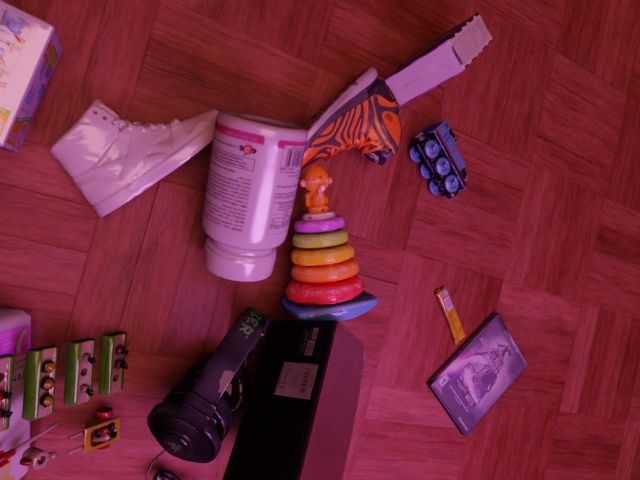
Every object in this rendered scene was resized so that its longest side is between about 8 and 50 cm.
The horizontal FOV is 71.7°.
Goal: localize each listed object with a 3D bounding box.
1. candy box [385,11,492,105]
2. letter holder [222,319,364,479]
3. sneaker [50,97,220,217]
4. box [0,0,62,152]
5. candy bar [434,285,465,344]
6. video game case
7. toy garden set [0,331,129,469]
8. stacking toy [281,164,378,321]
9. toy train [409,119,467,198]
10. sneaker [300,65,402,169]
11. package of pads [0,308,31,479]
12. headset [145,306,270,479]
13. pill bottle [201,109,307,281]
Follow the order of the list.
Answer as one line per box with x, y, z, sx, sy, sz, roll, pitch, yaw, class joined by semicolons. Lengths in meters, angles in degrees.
0.257;-0.393;0.959;0.070;0.165;0.196;54;51;-16;candy box
-0.013;0.327;0.805;0.214;0.152;0.302;47;48;-40;letter holder
-0.317;-0.192;0.784;0.292;0.108;0.169;-39;110;-16;sneaker
-0.504;-0.253;0.695;0.103;0.114;0.203;22;84;-24;box
0.334;0.191;1.134;0.040;0.018;0.161;-30;104;-23;candy bar
0.425;0.355;1.180;0.274;0.026;0.196;-40;107;-16;video game case
-0.413;0.270;0.716;0.244;0.049;0.203;3;92;-66;toy garden set
0.000;0.000;0.894;0.175;0.166;0.301;-9;99;-19;stacking toy
0.293;-0.192;1.065;0.105;0.080;0.184;-42;108;-22;toy train
0.063;-0.209;0.938;0.321;0.124;0.180;-46;108;-15;sneaker
-0.536;0.259;0.649;0.101;0.229;0.296;1;91;-1;package of pads
-0.187;0.312;0.800;0.185;0.243;0.394;32;100;1;headset
-0.129;-0.079;0.810;0.160;0.160;0.283;5;110;-24;pill bottle
